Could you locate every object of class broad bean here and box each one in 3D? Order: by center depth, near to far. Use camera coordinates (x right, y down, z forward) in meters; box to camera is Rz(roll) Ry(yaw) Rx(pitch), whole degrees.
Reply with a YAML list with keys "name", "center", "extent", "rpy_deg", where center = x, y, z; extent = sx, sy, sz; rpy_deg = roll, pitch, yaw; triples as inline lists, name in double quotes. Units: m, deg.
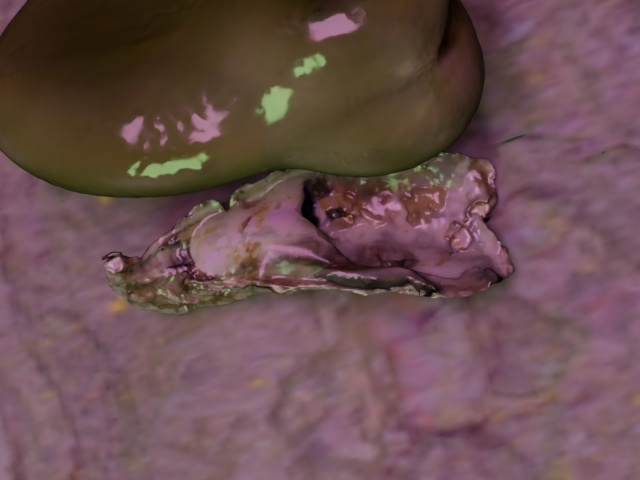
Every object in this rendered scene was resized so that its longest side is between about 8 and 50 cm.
- name: "broad bean"
  center: [-0.052, -0.104, 0.851]
  extent: [0.263, 0.121, 0.189]
  rpy_deg: [-3, 53, 17]

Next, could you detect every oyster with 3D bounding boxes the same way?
- name: "oyster"
  center: [0.001, -0.002, 0.870]
  extent: [0.199, 0.061, 0.106]
  rpy_deg: [9, 63, 16]
